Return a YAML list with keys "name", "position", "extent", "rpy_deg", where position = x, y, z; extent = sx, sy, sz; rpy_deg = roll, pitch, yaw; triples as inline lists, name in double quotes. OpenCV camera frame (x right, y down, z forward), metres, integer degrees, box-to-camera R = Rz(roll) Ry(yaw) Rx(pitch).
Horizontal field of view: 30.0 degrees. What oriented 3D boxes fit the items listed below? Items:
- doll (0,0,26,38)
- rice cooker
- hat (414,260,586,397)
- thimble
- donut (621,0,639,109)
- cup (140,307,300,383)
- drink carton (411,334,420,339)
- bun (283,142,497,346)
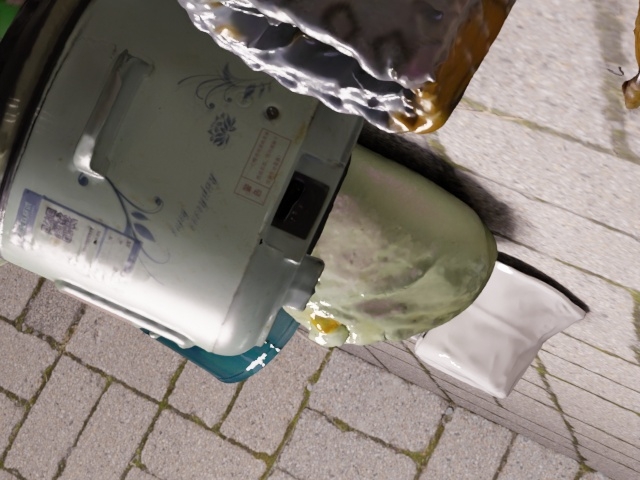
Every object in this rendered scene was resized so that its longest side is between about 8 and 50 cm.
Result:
- name: "doll"
  position: [-0.326, -0.171, 1.198]
  extent: [0.363, 0.160, 0.183]
  rpy_deg: [22, 176, 31]
- name: "rice cooker"
  position: [-0.121, -0.068, 0.879]
  extent: [0.317, 0.264, 0.316]
  rpy_deg: [25, -178, -1]
- name: "hat"
  position: [0.181, 0.096, 1.314]
  extent: [0.203, 0.126, 0.203]
  rpy_deg: [26, 174, 3]
- name: "thimble"
  position: [0.018, -0.133, 0.583]
  extent: [0.151, 0.118, 0.127]
  rpy_deg: [27, 170, 10]
- name: "donut"
  position: [0.154, -0.103, 0.309]
  extent: [0.112, 0.151, 0.295]
  rpy_deg: [16, 168, 10]
- name: "cup"
  position: [-0.172, -0.016, 1.523]
  extent: [0.292, 0.308, 0.242]
  rpy_deg: [33, 137, -25]
- name: "drink carton"
  position: [0.000, 0.000, 1.378]
  extent: [0.315, 0.106, 0.130]
  rpy_deg: [31, 172, -30]
- name: "bun"
  position: [0.025, 0.014, 1.153]
  extent: [0.283, 0.179, 0.283]
  rpy_deg: [27, 173, 3]
